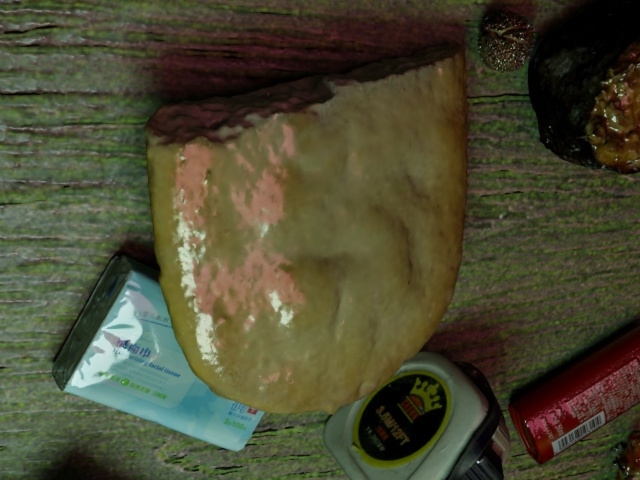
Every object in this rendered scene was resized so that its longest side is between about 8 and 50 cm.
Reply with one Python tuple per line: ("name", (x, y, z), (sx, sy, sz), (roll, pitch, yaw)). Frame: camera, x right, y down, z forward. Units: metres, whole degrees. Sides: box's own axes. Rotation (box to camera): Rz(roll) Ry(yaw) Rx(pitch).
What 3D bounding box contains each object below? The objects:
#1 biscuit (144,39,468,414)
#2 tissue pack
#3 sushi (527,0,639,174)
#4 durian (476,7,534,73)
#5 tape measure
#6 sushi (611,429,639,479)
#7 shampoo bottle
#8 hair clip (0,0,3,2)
("biscuit", (0.001, 0.000, 1.403), (0.429, 0.104, 0.446), (-11, 109, -33))
("tissue pack", (-0.173, 0.147, 1.464), (0.263, 0.089, 0.177), (26, 99, -32))
("sushi", (0.440, -0.210, 1.503), (0.348, 0.207, 0.234), (-40, 120, -9))
("durian", (0.233, -0.244, 1.471), (0.080, 0.080, 0.091), (-45, 138, 1))
("tape measure", (0.154, 0.279, 1.560), (0.231, 0.271, 0.133), (-40, 123, -1))
("sushi", (0.514, 0.390, 1.878), (0.097, 0.103, 0.226), (-3, 120, 7))
("shampoo bottle", (0.430, 0.211, 1.766), (0.314, 0.076, 0.118), (-31, 117, -9))
("hair clip", (-0.292, -0.389, 1.186), (0.358, 0.095, 0.110), (-47, 158, 12))
